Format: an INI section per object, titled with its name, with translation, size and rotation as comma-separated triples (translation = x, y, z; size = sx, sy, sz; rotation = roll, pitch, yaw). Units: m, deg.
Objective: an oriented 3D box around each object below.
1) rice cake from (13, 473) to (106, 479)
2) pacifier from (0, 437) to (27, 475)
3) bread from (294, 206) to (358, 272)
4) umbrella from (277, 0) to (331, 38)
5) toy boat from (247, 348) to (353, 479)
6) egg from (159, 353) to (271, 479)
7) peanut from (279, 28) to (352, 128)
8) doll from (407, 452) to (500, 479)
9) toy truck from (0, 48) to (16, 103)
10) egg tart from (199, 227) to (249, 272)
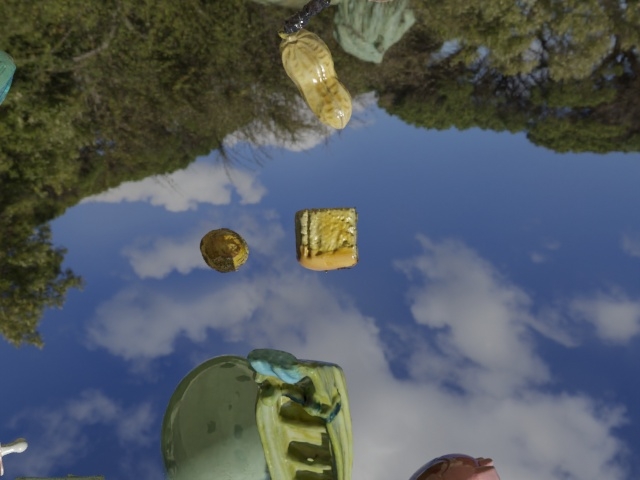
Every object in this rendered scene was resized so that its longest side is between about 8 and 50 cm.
[rice cake]
translation = -0.509, 0.479, 1.050
size = 0.042, 0.030, 0.180
rotation = 19, 177, 45
[pacifier]
translation = -0.655, 0.431, 1.116
size = 0.078, 0.099, 0.081
rotation = -8, -163, -36
[bread]
translation = 0.000, 0.000, 1.641
size = 0.162, 0.204, 0.262
rotation = -5, 180, -34
[umbrella]
translation = -0.037, -0.483, 1.155
size = 0.144, 0.037, 0.040
rotation = -22, 178, 41
[toy boat]
translation = -0.017, 0.228, 0.654
size = 0.111, 0.276, 0.084
rotation = 2, -151, 21
[egg]
translation = -0.185, 0.395, 1.094
size = 0.276, 0.276, 0.389
rotation = -5, -152, -10
[peanut]
translation = -0.008, -0.457, 1.529
size = 0.147, 0.305, 0.147
rotation = -26, -167, 6
[doll]
translation = 0.226, 0.458, 0.992
size = 0.211, 0.093, 0.262
rotation = -28, 168, 4
[toy truck]
translation = -0.515, -0.240, 0.619
size = 0.279, 0.156, 0.155
rotation = 31, -144, -28
[egg tart]
translation = -0.243, 0.019, 1.365
size = 0.128, 0.049, 0.129
rotation = 11, -119, -20
